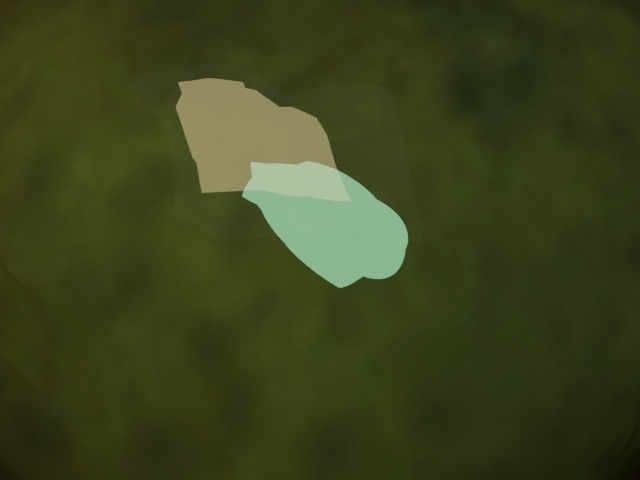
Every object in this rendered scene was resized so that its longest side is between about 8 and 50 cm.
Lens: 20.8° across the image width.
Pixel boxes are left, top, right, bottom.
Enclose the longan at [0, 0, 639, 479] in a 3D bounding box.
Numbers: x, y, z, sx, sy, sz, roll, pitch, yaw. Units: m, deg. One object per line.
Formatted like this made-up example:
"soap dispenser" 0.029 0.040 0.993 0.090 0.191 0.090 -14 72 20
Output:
"longan" -0.007 0.006 0.891 0.436 0.404 0.404 22 62 6
